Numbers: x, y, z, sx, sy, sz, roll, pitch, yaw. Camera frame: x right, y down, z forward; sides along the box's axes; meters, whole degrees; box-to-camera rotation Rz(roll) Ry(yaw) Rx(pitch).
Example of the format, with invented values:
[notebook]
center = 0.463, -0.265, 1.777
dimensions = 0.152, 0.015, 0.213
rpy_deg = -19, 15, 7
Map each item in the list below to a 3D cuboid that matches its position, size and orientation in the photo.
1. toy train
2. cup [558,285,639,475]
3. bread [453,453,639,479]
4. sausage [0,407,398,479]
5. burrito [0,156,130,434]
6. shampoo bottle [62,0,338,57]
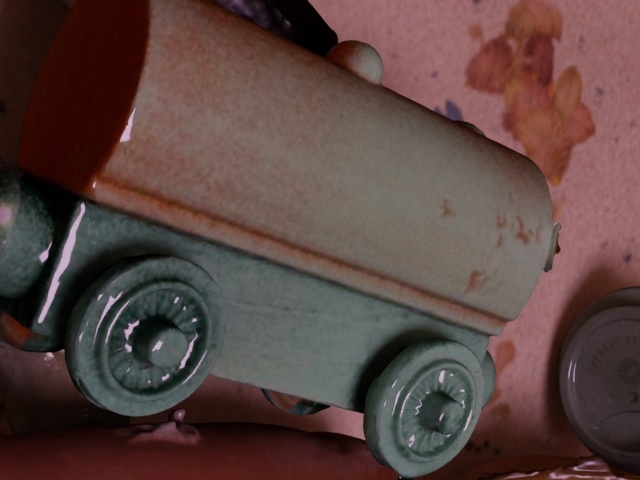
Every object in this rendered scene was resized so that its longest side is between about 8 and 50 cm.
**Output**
[toy train]
center = -0.013, -0.003, 0.542
dimensions = 0.285, 0.116, 0.177
rpy_deg = 20, 92, -38
[cup]
center = 0.234, 0.090, 0.815
dimensions = 0.141, 0.120, 0.120
rpy_deg = 3, 98, -46
[bread]
center = 0.152, 0.225, 0.751
dimensions = 0.262, 0.162, 0.204
rpy_deg = 16, 91, -15
[sausage]
center = -0.098, 0.122, 0.517
dimensions = 0.419, 0.094, 0.094
rpy_deg = 10, 127, -50
[burrito]
center = -0.121, 0.050, 0.576
dimensions = 0.058, 0.045, 0.188
rpy_deg = -21, 111, -34
[shampoo bottle]
center = -0.092, -0.157, 0.520
dimensions = 0.278, 0.104, 0.104
rpy_deg = 45, 72, -34
